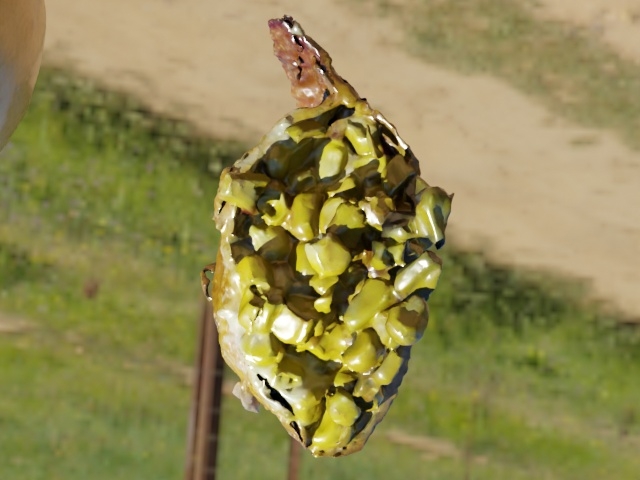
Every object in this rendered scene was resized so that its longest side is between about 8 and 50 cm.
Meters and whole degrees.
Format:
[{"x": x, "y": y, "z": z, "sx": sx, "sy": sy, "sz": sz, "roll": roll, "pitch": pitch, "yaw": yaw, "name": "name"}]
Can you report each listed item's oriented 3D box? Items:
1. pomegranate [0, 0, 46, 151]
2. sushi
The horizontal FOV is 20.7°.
[{"x": -0.359, "y": -0.147, "z": 1.305, "sx": 0.319, "sy": 0.319, "sz": 0.319, "roll": 3, "pitch": 165, "yaw": 1, "name": "pomegranate"}, {"x": 0.001, "y": 0.003, "z": 1.263, "sx": 0.166, "sy": 0.296, "sz": 0.179, "roll": 16, "pitch": 165, "yaw": 0, "name": "sushi"}]
